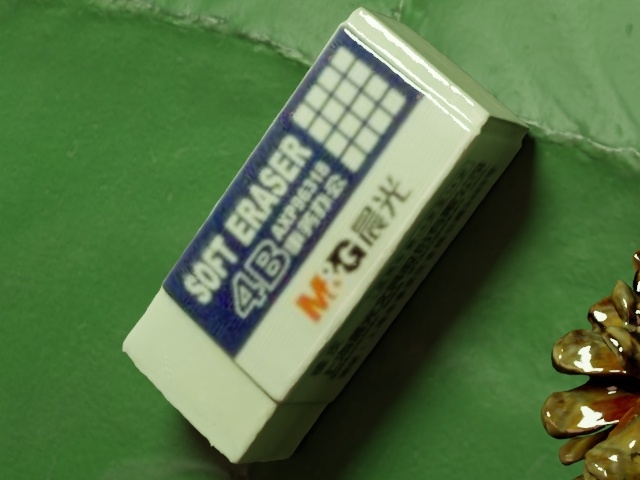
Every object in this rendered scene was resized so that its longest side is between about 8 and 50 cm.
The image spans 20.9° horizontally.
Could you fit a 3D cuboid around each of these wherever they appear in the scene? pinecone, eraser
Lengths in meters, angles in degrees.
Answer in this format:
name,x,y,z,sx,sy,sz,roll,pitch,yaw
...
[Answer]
name,x,y,z,sx,sy,sz,roll,pitch,yaw
pinecone,0.206,0.099,0.945,0.150,0.179,0.195,12,118,42
eraser,0.000,0.000,1.117,0.124,0.081,0.279,42,106,24
